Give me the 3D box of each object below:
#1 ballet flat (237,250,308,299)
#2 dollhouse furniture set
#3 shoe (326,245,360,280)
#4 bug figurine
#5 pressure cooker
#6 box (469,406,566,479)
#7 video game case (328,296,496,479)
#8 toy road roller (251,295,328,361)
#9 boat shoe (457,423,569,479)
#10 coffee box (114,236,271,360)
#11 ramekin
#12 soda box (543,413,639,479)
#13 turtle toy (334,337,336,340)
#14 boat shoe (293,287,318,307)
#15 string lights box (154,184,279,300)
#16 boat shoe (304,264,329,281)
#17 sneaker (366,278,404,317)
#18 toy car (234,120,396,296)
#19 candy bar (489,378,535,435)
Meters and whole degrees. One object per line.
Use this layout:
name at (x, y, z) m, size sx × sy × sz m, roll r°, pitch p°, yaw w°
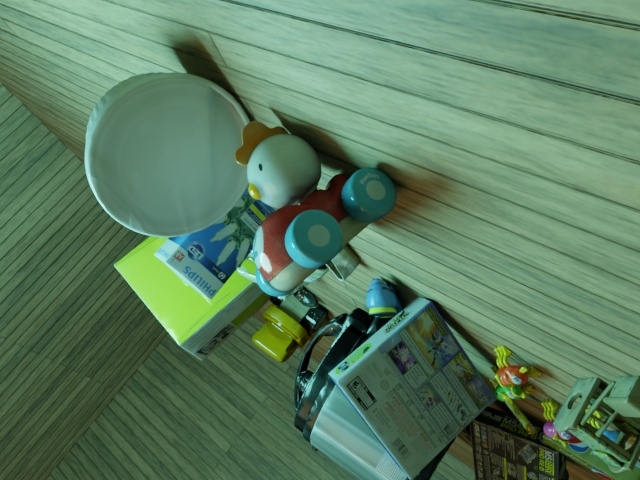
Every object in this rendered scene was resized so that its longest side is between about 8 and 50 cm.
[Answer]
ballet flat at (-0.213, 0.020, 1.447) m, size 0.409 × 0.147 × 0.147 m, roll 35°, pitch 164°, yaw 13°
dollhouse furniture set at (0.481, 0.301, 0.766) m, size 0.182 × 0.101 × 0.161 m, roll 36°, pitch 164°, yaw 6°
shoe at (0.000, 0.000, 1.055) m, size 0.219 × 0.058 × 0.076 m, roll 46°, pitch 162°, yaw -25°
bug figurine at (0.432, 0.320, 0.982) m, size 0.279 × 0.072 × 0.216 m, roll 34°, pitch 164°, yaw 13°
pressure cooker at (0.133, 0.393, 1.298) m, size 0.420 × 0.370 × 0.375 m, roll 29°, pitch 158°, yaw 18°
box at (0.493, 0.559, 1.283) m, size 0.216 × 0.060 × 0.270 m, roll 10°, pitch 124°, yaw 39°
video game case at (0.189, 0.294, 1.031) m, size 0.269 × 0.244 × 0.061 m, roll 55°, pitch 169°, yaw -13°
toy road roller at (-0.118, 0.317, 1.856) m, size 0.202 × 0.241 × 0.329 m, roll 34°, pitch 164°, yaw 15°
boat shoe at (0.492, 0.559, 1.406) m, size 0.355 × 0.132 × 0.130 m, roll 23°, pitch 158°, yaw 40°
coffee box at (-0.395, 0.137, 1.691) m, size 0.337 × 0.338 × 0.334 m, roll 46°, pitch 165°, yaw 15°
ramekin at (-0.254, -0.150, 0.851) m, size 0.127 × 0.273 × 0.273 m, roll 39°, pitch 169°, yaw 46°
soda box at (0.558, 0.437, 1.055) m, size 0.181 × 0.058 × 0.061 m, roll 27°, pitch 161°, yaw 35°
turtle toy at (0.095, 0.396, 1.928) m, size 0.130 × 0.066 × 0.095 m, roll 23°, pitch 135°, yaw 50°
boat shoe at (-0.063, 0.180, 1.707) m, size 0.133 × 0.049 × 0.042 m, roll 35°, pitch 172°, yaw 26°
string lights box at (-0.201, -0.023, 1.064) m, size 0.076 × 0.260 × 0.133 m, roll 16°, pitch 154°, yaw 53°
boat shoe at (-0.102, -0.010, 1.214) m, size 0.302 × 0.109 × 0.094 m, roll 33°, pitch 150°, yaw -13°
sneaker at (0.143, 0.127, 1.118) m, size 0.069 × 0.082 × 0.209 m, roll -8°, pitch 166°, yaw 13°
toy car at (-0.052, -0.068, 0.766) m, size 0.238 × 0.210 × 0.219 m, roll 50°, pitch 154°, yaw 2°
candy bar at (0.424, 0.365, 1.133) m, size 0.040 × 0.018 × 0.161 m, roll 48°, pitch -173°, yaw -24°
